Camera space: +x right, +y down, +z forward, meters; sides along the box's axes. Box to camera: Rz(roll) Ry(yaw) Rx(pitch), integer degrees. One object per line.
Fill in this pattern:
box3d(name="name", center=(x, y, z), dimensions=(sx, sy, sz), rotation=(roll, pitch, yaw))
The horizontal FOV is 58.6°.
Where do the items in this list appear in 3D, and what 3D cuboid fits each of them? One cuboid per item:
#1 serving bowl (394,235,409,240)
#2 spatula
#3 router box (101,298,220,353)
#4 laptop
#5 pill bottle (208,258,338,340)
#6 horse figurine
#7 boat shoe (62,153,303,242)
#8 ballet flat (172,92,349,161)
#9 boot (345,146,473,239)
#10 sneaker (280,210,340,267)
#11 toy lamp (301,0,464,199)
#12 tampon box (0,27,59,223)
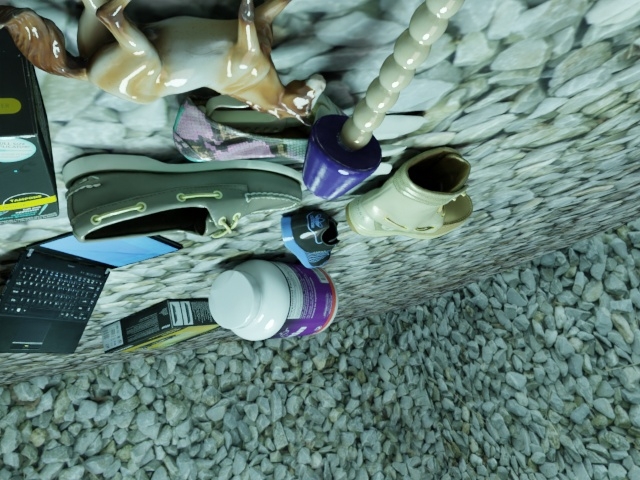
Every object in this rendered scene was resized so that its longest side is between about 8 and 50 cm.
box3d(name="serving bowl", center=(0.208, -0.025, 1.310), dimensions=(0.083, 0.027, 0.083), rotation=(-13, 166, -3))
box3d(name="spatula", center=(0.007, -0.119, 0.778), dimensions=(0.242, 0.019, 0.168), rotation=(-6, 166, -15))
box3d(name="router box", center=(-0.436, 0.246, 1.646), dimensions=(0.309, 0.081, 0.243), rotation=(-23, 164, 33))
box3d(name="laptop", center=(-0.384, 0.088, 0.953), dimensions=(0.136, 0.264, 0.234), rotation=(21, 174, 16))
box3d(name="pill bottle", center=(-0.105, 0.138, 1.332), dimensions=(0.181, 0.182, 0.323), rotation=(-22, 164, 29))
box3d(name="horse figurine", center=(-0.103, -0.153, 0.430), dimensions=(0.263, 0.066, 0.174), rotation=(-10, 160, -25))
box3d(name="boat shoe", center=(-0.156, -0.046, 0.718), dimensions=(0.305, 0.091, 0.109), rotation=(-2, 162, -30))
box3d(name="ballet flat", center=(-0.042, -0.126, 0.600), dimensions=(0.221, 0.077, 0.079), rotation=(-6, 145, -26))
box3d(name="boot", center=(0.198, -0.078, 0.965), dimensions=(0.262, 0.095, 0.203), rotation=(-2, 161, -27))
box3d(name="sneaker", center=(0.000, 0.000, 1.097), dimensions=(0.090, 0.081, 0.232), rotation=(-10, 166, 13))
box3d(name="toy lamp", center=(0.057, -0.137, 0.504), dimensions=(0.080, 0.080, 0.275), rotation=(-4, 147, -33))
box3d(name="tampon box", center=(-0.280, -0.084, 0.446), dimensions=(0.120, 0.101, 0.161), rotation=(-9, 165, -21))
